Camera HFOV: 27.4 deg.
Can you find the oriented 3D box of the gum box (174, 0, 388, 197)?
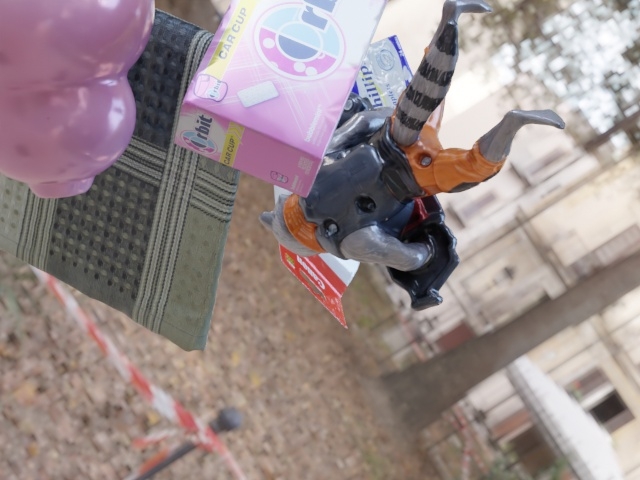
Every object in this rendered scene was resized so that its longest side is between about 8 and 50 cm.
[{"bbox_3d":[-0.023,-0.140,0.984,0.107,0.188,0.062,23,-28,-1],"label":"gum box"}]

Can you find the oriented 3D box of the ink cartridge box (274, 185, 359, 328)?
[{"bbox_3d":[0.000,0.000,1.618,0.145,0.045,0.179,48,20,-35],"label":"ink cartridge box"}]

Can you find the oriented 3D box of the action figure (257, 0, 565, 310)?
[{"bbox_3d":[0.054,-0.116,1.364,0.178,0.330,0.341,9,43,-53],"label":"action figure"}]

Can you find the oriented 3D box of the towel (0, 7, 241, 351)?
[{"bbox_3d":[-0.202,-0.084,1.352,0.312,0.324,0.056,25,22,26],"label":"towel"}]

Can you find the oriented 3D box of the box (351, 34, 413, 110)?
[{"bbox_3d":[0.076,-0.238,2.058,0.072,0.137,0.126,-13,-78,57],"label":"box"}]

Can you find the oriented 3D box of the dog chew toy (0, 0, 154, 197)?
[{"bbox_3d":[-0.219,-0.199,1.012,0.206,0.206,0.332,-119,-156,-77],"label":"dog chew toy"}]
